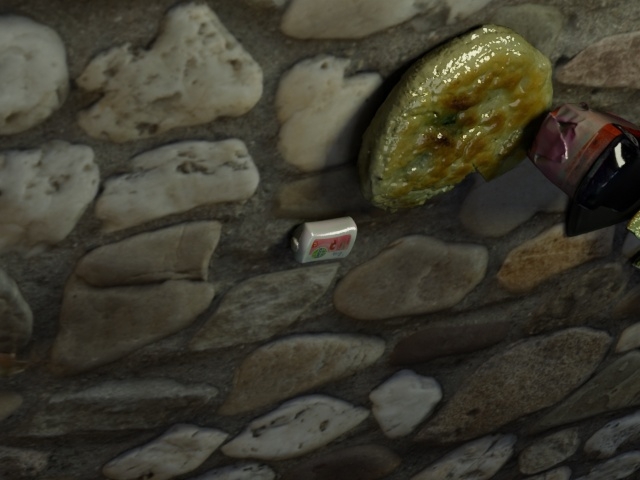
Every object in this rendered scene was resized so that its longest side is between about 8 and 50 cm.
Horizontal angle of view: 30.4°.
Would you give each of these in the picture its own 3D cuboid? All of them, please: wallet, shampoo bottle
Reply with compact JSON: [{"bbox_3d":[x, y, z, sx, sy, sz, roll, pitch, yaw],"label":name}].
[{"bbox_3d":[0.516,-0.095,2.056,0.169,0.052,0.245,-21,146,-11],"label":"wallet"},{"bbox_3d":[0.000,0.000,1.784,0.099,0.043,0.072,-8,139,-30],"label":"shampoo bottle"}]

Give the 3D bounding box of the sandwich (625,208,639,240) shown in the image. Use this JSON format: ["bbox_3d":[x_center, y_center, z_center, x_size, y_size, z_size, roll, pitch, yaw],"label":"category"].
[{"bbox_3d":[0.652,-0.049,2.142,0.244,0.090,0.088,-16,141,-50],"label":"sandwich"}]

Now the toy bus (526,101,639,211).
[{"bbox_3d":[0.424,-0.127,1.795,0.127,0.147,0.303,-56,156,18],"label":"toy bus"}]

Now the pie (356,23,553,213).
[{"bbox_3d":[0.195,-0.166,1.701,0.338,0.075,0.337,-23,143,-18],"label":"pie"}]

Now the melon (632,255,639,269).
[{"bbox_3d":[0.716,0.046,2.326,0.203,0.139,0.093,-28,167,-10],"label":"melon"}]
